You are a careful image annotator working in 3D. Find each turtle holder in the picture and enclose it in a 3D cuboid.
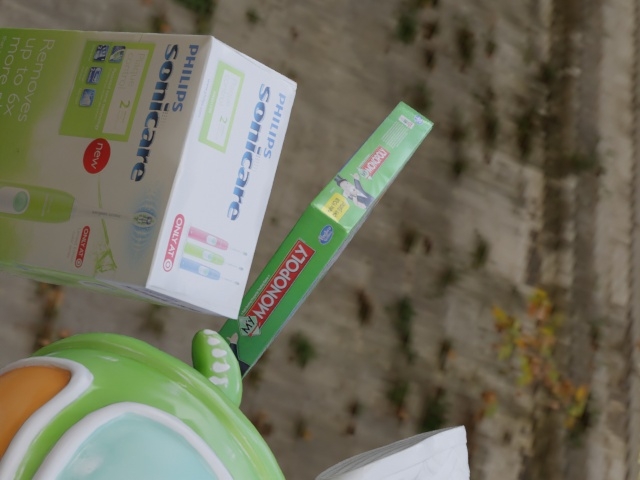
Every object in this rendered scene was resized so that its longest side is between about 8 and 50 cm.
[{"bbox_3d":[-0.140,0.230,0.958,0.243,0.227,0.320,2,-72,27],"label":"turtle holder"}]

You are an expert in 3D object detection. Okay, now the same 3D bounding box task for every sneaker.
[{"bbox_3d":[0.111,0.336,1.906,0.108,0.292,0.169,-15,-95,37],"label":"sneaker"}]

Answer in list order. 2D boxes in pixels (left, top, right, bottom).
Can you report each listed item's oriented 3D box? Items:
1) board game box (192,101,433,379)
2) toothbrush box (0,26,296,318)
[{"bbox_3d":[0.000,0.000,1.489,0.213,0.046,0.317,-55,178,27],"label":"board game box"},{"bbox_3d":[-0.183,-0.063,1.298,0.283,0.122,0.206,9,-99,37],"label":"toothbrush box"}]
